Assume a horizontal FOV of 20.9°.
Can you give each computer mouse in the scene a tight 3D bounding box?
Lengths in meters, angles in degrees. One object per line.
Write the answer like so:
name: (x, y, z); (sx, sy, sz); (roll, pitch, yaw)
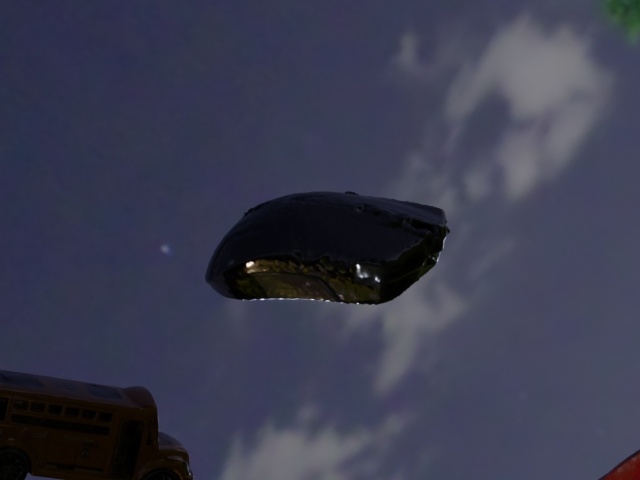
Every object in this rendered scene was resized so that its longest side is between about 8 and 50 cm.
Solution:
computer mouse: (0.000, 0.000, 1.416); (0.122, 0.217, 0.073); (-43, -53, -52)

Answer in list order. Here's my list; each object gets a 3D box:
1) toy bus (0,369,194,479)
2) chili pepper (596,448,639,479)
toy bus: (-0.197, 0.160, 1.436); (0.195, 0.083, 0.088); (11, -82, -22)
chili pepper: (0.287, 0.184, 1.424); (0.088, 0.065, 0.169); (-40, -10, -48)
